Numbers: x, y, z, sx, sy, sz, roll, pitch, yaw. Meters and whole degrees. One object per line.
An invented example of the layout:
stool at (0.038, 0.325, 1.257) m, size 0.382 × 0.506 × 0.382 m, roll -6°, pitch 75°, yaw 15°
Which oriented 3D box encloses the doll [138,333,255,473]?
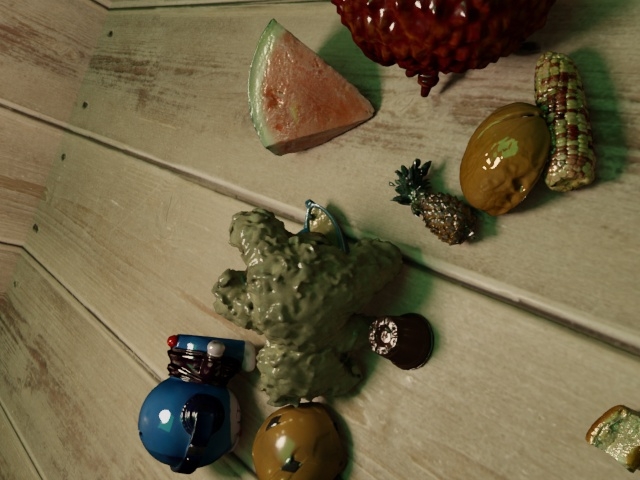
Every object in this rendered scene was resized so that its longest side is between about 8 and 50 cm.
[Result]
doll at (-0.290, 0.376, 1.322) m, size 0.284 × 0.240 × 0.310 m, roll 161°, pitch 119°, yaw -64°

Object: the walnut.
walnut at (0.297, -0.139, 0.979) m, size 0.167 × 0.087 × 0.211 m, roll -108°, pitch 32°, yaw -46°

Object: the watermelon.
watermelon at (-0.053, -0.344, 1.321) m, size 0.292 × 0.250 × 0.283 m, roll 7°, pitch 87°, yaw 47°

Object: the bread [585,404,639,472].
bread at (0.420, 0.268, 0.785) m, size 0.076 × 0.083 × 0.070 m, roll 35°, pitch 98°, yaw 44°

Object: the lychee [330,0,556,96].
lychee at (0.217, -0.483, 1.007) m, size 0.424 × 0.424 × 0.500 m, roll 39°, pitch 147°, yaw 43°

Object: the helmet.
helmet at (-0.064, 0.431, 1.156) m, size 0.224 × 0.130 × 0.198 m, roll -48°, pitch 47°, yaw 22°

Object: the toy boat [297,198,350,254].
toy boat at (0.000, 0.000, 1.257) m, size 0.088 × 0.102 × 0.215 m, roll -33°, pitch 55°, yaw 28°

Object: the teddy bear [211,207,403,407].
teddy bear at (-0.041, 0.152, 1.126) m, size 0.224 × 0.357 × 0.368 m, roll -91°, pitch 14°, yaw -66°

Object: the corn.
corn at (0.406, -0.205, 0.954) m, size 0.086 × 0.086 × 0.253 m, roll -15°, pitch 65°, yaw 40°

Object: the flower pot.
flower pot at (0.144, 0.184, 1.067) m, size 0.111 × 0.089 × 0.111 m, roll -16°, pitch 66°, yaw 39°

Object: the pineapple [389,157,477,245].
pineapple at (0.220, -0.071, 1.083) m, size 0.221 × 0.083 × 0.103 m, roll 49°, pitch 126°, yaw 41°
